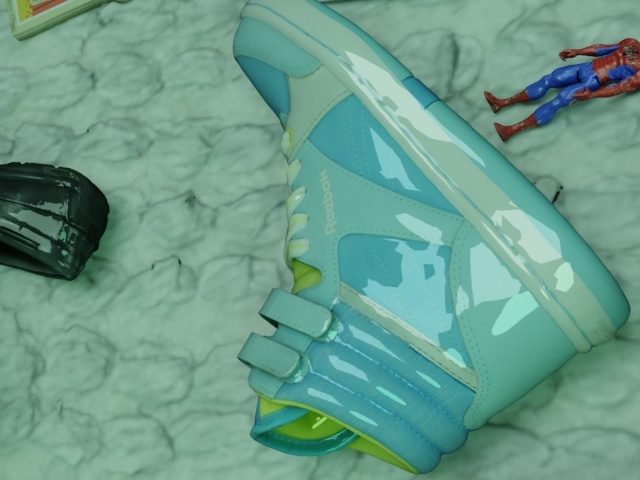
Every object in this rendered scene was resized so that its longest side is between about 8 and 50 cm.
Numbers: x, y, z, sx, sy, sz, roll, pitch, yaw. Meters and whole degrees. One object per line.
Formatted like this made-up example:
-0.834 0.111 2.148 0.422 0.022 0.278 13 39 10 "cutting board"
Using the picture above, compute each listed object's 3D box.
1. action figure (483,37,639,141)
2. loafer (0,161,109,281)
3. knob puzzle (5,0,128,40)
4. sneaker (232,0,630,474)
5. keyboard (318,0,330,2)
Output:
0.156 -0.096 0.884 0.115 0.030 0.038 -22 56 14 "action figure"
-0.251 -0.012 1.015 0.223 0.076 0.078 4 64 23 "loafer"
-0.164 -0.260 1.105 0.213 0.030 0.213 -10 65 22 "knob puzzle"
0.000 0.000 0.861 0.208 0.127 0.319 -44 57 1 "sneaker"
0.048 -0.280 1.021 0.072 0.014 0.256 1 69 26 "keyboard"
